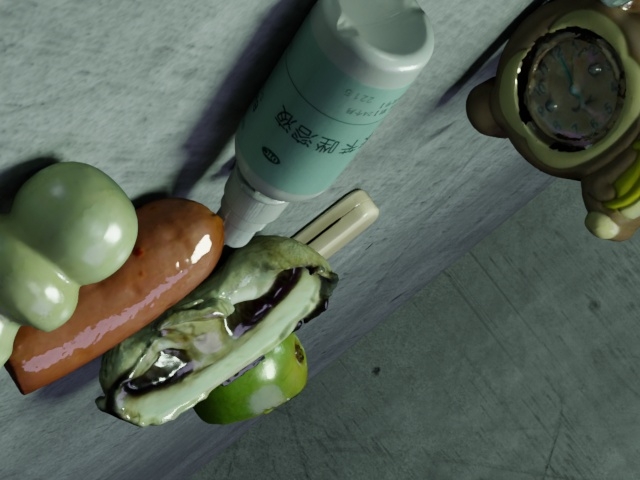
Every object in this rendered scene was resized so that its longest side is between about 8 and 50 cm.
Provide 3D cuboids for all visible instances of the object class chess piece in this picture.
[{"bbox_3d":[-0.259,0.037,1.031,0.251,0.144,0.144,-43,170,-5],"label":"chess piece"}]

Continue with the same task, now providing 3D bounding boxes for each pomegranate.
[{"bbox_3d":[-0.137,0.162,1.898,0.190,0.159,0.241,-27,-163,-27],"label":"pomegranate"}]

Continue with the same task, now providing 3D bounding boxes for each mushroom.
[{"bbox_3d":[-0.148,0.105,1.687,0.344,0.130,0.247,-39,153,5],"label":"mushroom"}]

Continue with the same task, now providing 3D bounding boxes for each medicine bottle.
[{"bbox_3d":[-0.021,-0.101,1.214,0.110,0.110,0.352,-28,165,-40],"label":"medicine bottle"}]

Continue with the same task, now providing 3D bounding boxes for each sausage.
[{"bbox_3d":[-0.208,0.045,1.255,0.259,0.113,0.113,-35,169,-21],"label":"sausage"}]

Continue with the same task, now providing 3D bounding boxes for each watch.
[{"bbox_3d":[0.423,-0.188,1.697,0.327,0.335,0.314,-10,152,-48],"label":"watch"}]

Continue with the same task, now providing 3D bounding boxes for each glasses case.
[{"bbox_3d":[0.000,0.000,1.885,0.196,0.050,0.083,-38,167,3],"label":"glasses case"}]

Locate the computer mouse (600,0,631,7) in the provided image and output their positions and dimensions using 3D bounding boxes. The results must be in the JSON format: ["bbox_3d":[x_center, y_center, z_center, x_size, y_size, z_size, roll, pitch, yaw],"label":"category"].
[{"bbox_3d":[0.313,-0.343,1.355,0.167,0.090,0.379,-43,163,25],"label":"computer mouse"}]

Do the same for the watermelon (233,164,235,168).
[{"bbox_3d":[-0.043,-0.079,1.368,0.084,0.092,0.072,-40,132,-41],"label":"watermelon"}]
